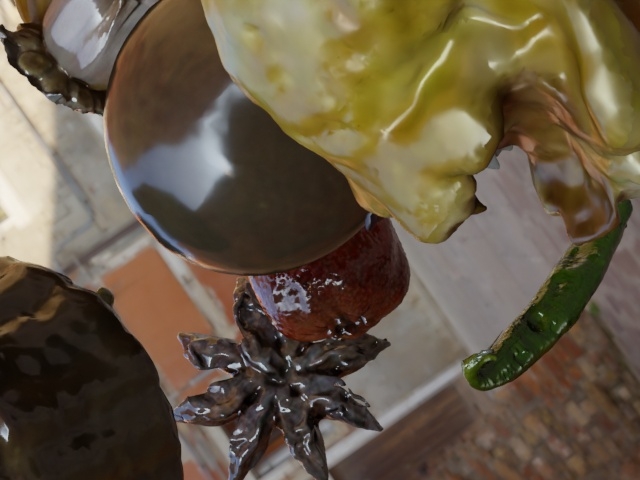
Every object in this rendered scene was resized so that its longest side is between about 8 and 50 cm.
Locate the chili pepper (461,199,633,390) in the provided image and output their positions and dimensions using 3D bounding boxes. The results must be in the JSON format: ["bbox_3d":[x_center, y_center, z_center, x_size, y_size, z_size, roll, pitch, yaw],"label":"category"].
[{"bbox_3d":[0.267,0.066,1.382,0.076,0.359,0.085,46,140,1],"label":"chili pepper"}]

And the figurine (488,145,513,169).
[{"bbox_3d":[0.121,-0.131,1.309,0.166,0.387,0.207,37,141,39],"label":"figurine"}]

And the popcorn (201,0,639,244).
[{"bbox_3d":[0.064,-0.115,0.529,0.253,0.190,0.191,51,151,-9],"label":"popcorn"}]

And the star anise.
[{"bbox_3d":[-0.061,0.196,1.701,0.332,0.331,0.117,54,175,17],"label":"star anise"}]

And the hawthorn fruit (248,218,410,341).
[{"bbox_3d":[0.000,0.000,1.517,0.205,0.205,0.253,65,-172,-67],"label":"hawthorn fruit"}]

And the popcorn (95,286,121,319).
[{"bbox_3d":[-0.302,0.148,1.337,0.185,0.167,0.187,95,171,-61],"label":"popcorn"}]

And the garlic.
[{"bbox_3d":[-0.216,-0.223,1.109,0.207,0.207,0.257,54,173,22],"label":"garlic"}]

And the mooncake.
[{"bbox_3d":[-0.275,0.185,0.986,0.187,0.324,0.324,-23,-106,-49],"label":"mooncake"}]

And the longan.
[{"bbox_3d":[-0.050,-0.098,0.956,0.258,0.258,0.258,55,176,6],"label":"longan"}]
